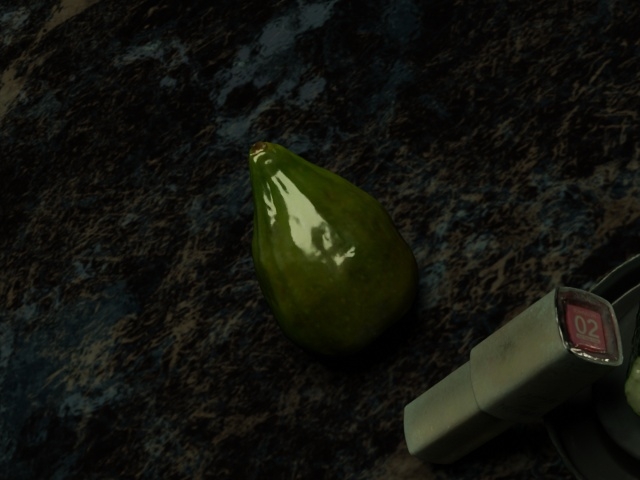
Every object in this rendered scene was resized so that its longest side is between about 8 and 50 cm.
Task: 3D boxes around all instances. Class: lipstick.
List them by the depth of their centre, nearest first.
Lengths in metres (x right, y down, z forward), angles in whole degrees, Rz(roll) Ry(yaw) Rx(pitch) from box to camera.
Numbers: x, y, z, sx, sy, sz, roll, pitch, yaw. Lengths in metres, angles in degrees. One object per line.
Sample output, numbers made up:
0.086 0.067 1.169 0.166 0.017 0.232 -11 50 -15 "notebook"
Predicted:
0.177 0.137 1.680 0.253 0.079 0.077 -43 42 44 "lipstick"

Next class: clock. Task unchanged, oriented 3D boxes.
0.370 0.135 1.660 0.325 0.067 0.325 -16 47 17 "clock"

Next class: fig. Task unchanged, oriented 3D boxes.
0.002 0.014 1.897 0.167 0.167 0.233 -35 70 -2 "fig"

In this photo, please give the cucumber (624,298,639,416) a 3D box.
0.335 0.056 1.651 0.074 0.074 0.241 -4 49 27 "cucumber"
